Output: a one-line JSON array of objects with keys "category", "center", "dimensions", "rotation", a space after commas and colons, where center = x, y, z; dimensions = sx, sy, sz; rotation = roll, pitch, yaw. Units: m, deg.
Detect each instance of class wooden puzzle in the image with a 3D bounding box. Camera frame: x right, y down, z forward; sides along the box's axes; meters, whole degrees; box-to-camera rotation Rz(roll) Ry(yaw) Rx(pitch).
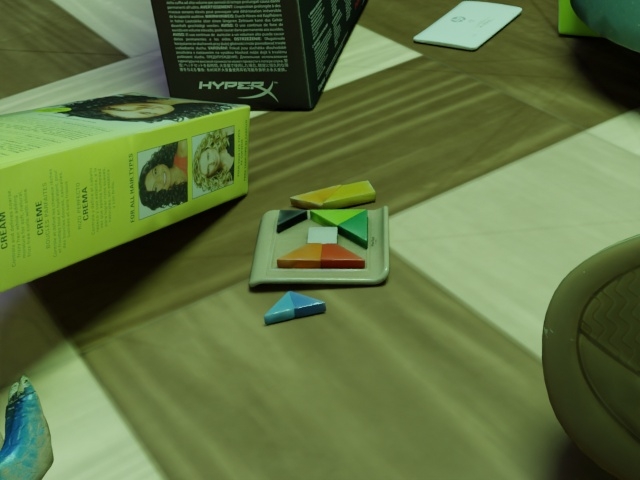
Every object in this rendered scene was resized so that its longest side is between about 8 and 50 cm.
[{"category": "wooden puzzle", "center": [0.000, 0.000, 0.519], "dimensions": [0.078, 0.014, 0.116], "rotation": [-7, 34, 0]}]

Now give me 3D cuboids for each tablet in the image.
[{"category": "tablet", "center": [0.115, -0.168, 0.758], "dimensions": [0.054, 0.006, 0.083], "rotation": [16, 40, 32]}]

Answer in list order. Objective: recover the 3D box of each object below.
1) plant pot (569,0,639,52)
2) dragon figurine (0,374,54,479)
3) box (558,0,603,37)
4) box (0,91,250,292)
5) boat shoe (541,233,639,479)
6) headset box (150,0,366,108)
[{"category": "plant pot", "center": [0.300, -0.243, 0.583], "dimensions": [0.290, 0.195, 0.290], "rotation": [-5, 32, 3]}, {"category": "dragon figurine", "center": [-0.159, 0.105, 0.326], "dimensions": [0.144, 0.085, 0.289], "rotation": [-31, 40, -32]}, {"category": "box", "center": [0.276, -0.182, 0.714], "dimensions": [0.178, 0.042, 0.109], "rotation": [11, 38, 25]}, {"category": "box", "center": [-0.127, -0.032, 0.488], "dimensions": [0.087, 0.058, 0.232], "rotation": [9, 18, 22]}, {"category": "boat shoe", "center": [0.254, 0.036, 0.349], "dimensions": [0.342, 0.123, 0.123], "rotation": [-6, 3, 12]}, {"category": "headset box", "center": [-0.046, -0.270, 0.683], "dimensions": [0.110, 0.293, 0.218], "rotation": [2, 35, 14]}]
